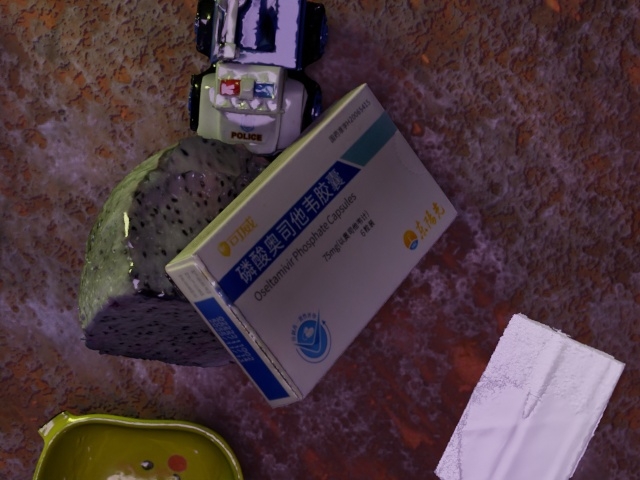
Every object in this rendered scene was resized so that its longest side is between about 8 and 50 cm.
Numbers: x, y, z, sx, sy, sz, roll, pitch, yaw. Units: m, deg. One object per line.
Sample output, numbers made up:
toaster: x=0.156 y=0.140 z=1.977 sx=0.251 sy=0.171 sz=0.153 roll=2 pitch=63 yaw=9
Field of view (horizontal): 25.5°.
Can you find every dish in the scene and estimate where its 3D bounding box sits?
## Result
dish: x=-0.219 y=0.303 z=1.697 sx=0.262 sy=0.108 sz=0.221 roll=14 pitch=95 yaw=0

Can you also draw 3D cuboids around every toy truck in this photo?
toy truck: x=-0.076 y=-0.202 z=1.614 sx=0.161 sy=0.177 sz=0.213 roll=4 pitch=95 yaw=1

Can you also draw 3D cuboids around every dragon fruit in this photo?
dragon fruit: x=-0.150 y=0.019 z=1.621 sx=0.283 sy=0.221 sz=0.204 roll=14 pitch=61 yaw=-33

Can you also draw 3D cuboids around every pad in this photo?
pad: x=0.256 y=0.219 z=1.722 sx=0.156 sy=0.004 sz=0.232 roll=26 pitch=95 yaw=0

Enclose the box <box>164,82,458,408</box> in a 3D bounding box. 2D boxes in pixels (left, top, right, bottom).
box: x=0.000 y=0.000 z=1.562 sx=0.200 sy=0.065 sz=0.343 roll=54 pitch=51 yaw=-14
